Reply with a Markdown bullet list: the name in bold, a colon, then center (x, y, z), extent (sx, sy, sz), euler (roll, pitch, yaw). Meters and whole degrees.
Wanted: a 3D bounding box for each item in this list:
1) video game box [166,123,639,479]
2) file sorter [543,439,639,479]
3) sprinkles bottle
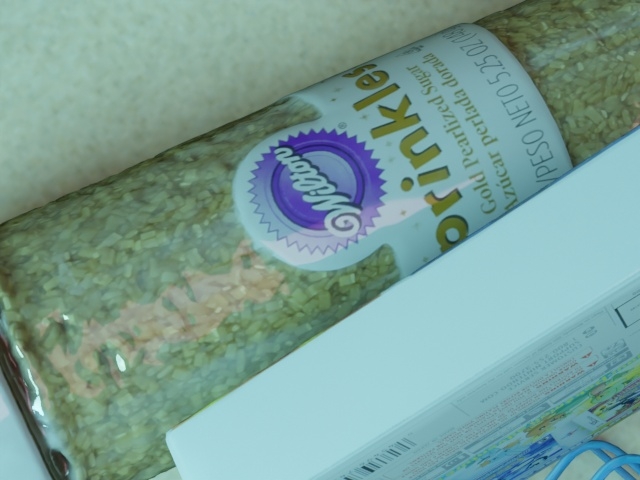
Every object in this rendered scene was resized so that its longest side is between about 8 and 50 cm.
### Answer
- **video game box**: center (0.072, 0.046, 0.467), extent (0.205, 0.187, 0.048), euler (-33, 64, 8)
- **file sorter**: center (0.128, 0.152, 0.514), extent (0.104, 0.170, 0.118), euler (41, 83, -6)
- **sprinkles bottle**: center (0.000, 0.000, 0.506), extent (0.355, 0.121, 0.121), euler (-24, 96, -12)
